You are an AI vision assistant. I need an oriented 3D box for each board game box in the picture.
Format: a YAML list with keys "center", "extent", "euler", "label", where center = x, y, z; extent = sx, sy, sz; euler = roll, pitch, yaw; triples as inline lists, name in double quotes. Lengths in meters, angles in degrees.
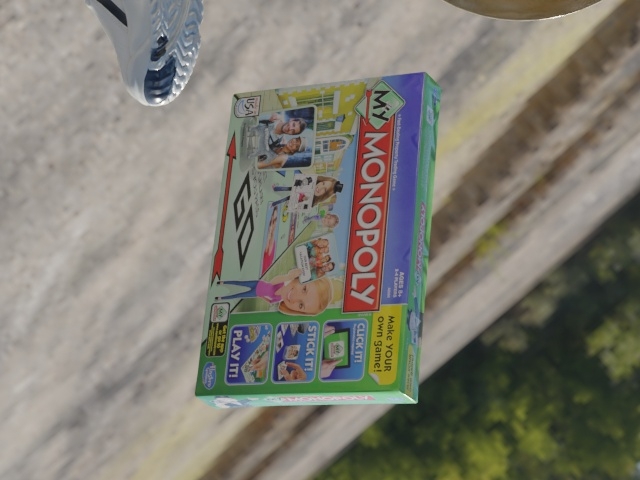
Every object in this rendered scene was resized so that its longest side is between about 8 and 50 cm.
- center: [0.000, 0.000, 1.624]
  extent: [0.213, 0.317, 0.046]
  euler: [-5, 158, 26]
  label: "board game box"

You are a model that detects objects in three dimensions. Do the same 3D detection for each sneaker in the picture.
- center: [-0.175, -0.203, 1.171]
  extent: [0.153, 0.235, 0.094]
  euler: [-7, -169, 21]
  label: "sneaker"

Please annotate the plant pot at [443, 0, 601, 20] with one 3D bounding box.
- center: [0.154, -0.277, 1.284]
  extent: [0.236, 0.236, 0.032]
  euler: [-44, -160, 31]
  label: "plant pot"
